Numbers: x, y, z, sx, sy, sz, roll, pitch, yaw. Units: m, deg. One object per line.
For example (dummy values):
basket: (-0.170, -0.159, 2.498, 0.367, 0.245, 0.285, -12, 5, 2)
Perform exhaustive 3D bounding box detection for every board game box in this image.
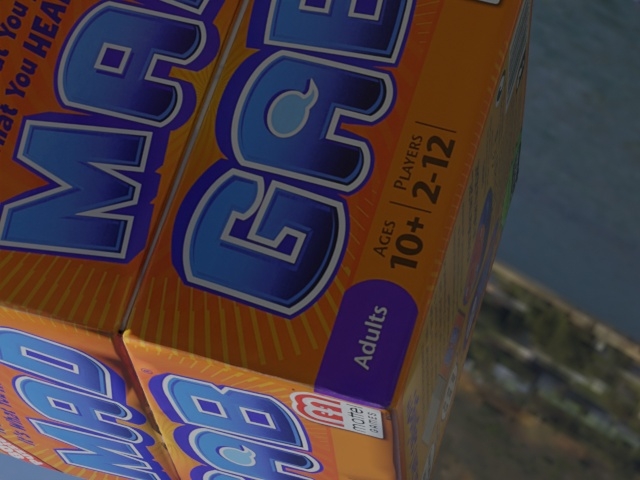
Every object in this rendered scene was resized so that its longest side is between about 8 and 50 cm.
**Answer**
board game box: (-0.061, -0.017, 1.284, 0.356, 0.356, 0.356, 14, 156, 10)
